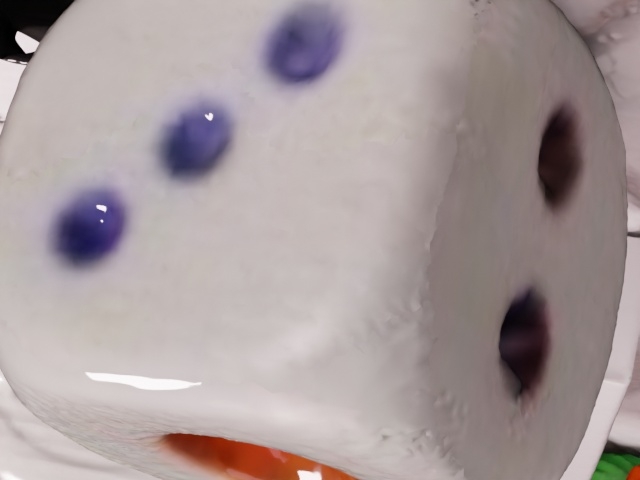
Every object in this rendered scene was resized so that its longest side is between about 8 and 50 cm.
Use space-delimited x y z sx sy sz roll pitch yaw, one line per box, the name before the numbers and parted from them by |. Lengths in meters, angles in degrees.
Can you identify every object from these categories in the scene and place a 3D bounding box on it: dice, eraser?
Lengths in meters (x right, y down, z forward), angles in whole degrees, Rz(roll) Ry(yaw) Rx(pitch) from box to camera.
dice | 0.000 0.000 0.680 0.193 0.192 0.194 4 158 32
eraser | 0.128 0.075 0.989 0.076 0.078 0.298 11 162 7

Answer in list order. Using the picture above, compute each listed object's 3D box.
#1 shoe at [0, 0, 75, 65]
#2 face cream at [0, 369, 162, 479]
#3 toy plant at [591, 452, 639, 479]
shoe | -0.124 -0.097 0.707 0.071 0.049 0.179 6 160 24
face cream | -0.085 0.056 0.883 0.206 0.206 0.111 9 158 14
toy plant | 0.194 0.193 1.270 0.154 0.088 0.240 11 161 12
